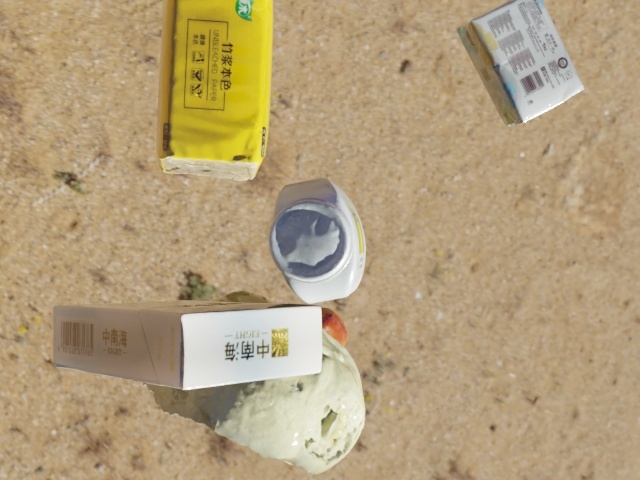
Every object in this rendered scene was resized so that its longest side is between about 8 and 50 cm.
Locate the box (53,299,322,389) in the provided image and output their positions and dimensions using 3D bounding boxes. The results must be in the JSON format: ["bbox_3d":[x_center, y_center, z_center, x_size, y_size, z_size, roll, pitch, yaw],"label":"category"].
[{"bbox_3d":[-0.132,0.092,0.858,0.155,0.243,0.067,-2,89,-42],"label":"box"}]

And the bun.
[{"bbox_3d":[-0.088,0.193,1.387,0.364,0.364,0.202,26,89,-41],"label":"bun"}]

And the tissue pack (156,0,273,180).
[{"bbox_3d":[-0.215,-0.328,1.847,0.228,0.293,0.381,2,87,-7],"label":"tissue pack"}]

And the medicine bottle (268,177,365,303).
[{"bbox_3d":[0.000,0.000,1.359,0.124,0.324,0.179,-10,88,7],"label":"medicine bottle"}]

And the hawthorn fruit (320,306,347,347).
[{"bbox_3d":[-0.009,0.182,1.699,0.128,0.128,0.128,-14,113,-35],"label":"hawthorn fruit"}]

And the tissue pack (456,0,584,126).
[{"bbox_3d":[0.395,-0.365,1.832,0.159,0.145,0.229,-30,98,-8],"label":"tissue pack"}]
